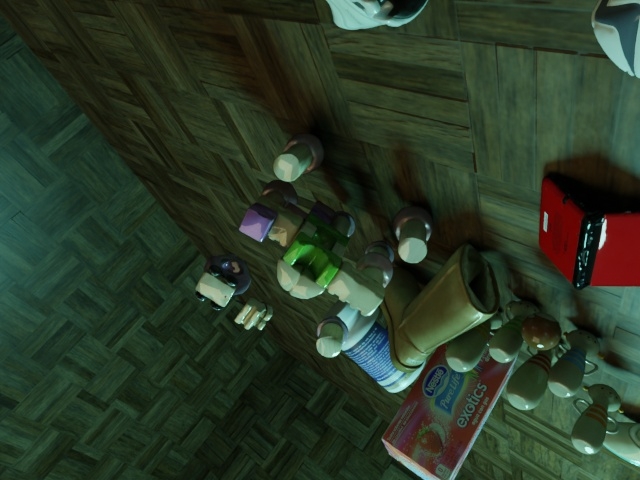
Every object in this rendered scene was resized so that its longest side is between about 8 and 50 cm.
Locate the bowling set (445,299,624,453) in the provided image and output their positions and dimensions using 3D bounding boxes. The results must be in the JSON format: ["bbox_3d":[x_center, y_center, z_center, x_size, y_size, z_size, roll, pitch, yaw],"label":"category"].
[{"bbox_3d":[0.361,0.168,0.784,0.287,0.154,0.200,33,141,24],"label":"bowling set"}]

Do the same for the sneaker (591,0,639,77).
[{"bbox_3d":[0.302,-0.112,0.298,0.235,0.094,0.153,51,169,1],"label":"sneaker"}]

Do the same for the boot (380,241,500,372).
[{"bbox_3d":[0.203,0.089,0.894,0.089,0.236,0.270,5,143,-17],"label":"boot"}]

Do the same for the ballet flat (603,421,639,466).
[{"bbox_3d":[0.597,0.356,0.822,0.248,0.086,0.086,23,154,37],"label":"ballet flat"}]

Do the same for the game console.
[{"bbox_3d":[0.331,-0.011,0.588,0.144,0.085,0.124,64,180,-48],"label":"game console"}]

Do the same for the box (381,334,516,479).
[{"bbox_3d":[0.268,0.333,1.018,0.142,0.300,0.154,27,158,28],"label":"box"}]

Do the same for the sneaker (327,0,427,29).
[{"bbox_3d":[-0.019,-0.316,0.450,0.292,0.110,0.118,50,167,-24],"label":"sneaker"}]

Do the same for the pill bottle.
[{"bbox_3d":[0.140,0.265,1.326,0.264,0.153,0.153,42,160,-6],"label":"pill bottle"}]

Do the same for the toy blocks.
[{"bbox_3d":[0.000,0.000,0.880,0.288,0.309,0.260,33,-157,-3],"label":"toy blocks"}]
